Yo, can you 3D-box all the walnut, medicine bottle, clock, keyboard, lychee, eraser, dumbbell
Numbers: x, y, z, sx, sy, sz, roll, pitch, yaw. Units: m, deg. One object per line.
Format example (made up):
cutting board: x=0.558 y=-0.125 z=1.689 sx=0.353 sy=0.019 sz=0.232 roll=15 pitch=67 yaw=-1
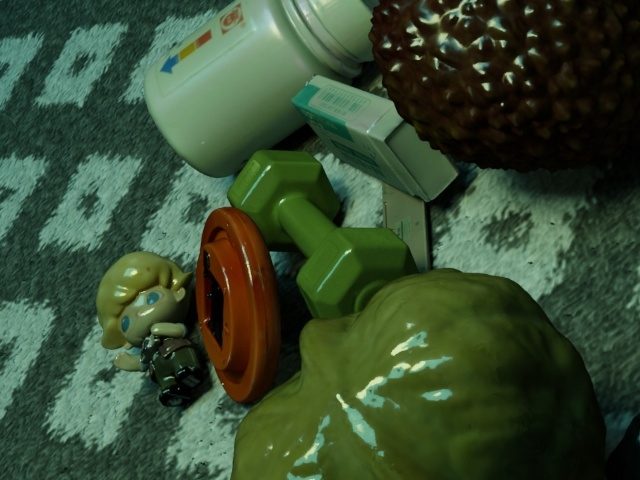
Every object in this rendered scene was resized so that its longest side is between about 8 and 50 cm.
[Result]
walnut: x=0.081 y=0.169 z=1.048 sx=0.282 sy=0.277 sz=0.253 roll=-19 pitch=55 yaw=23
medicine bottle: x=-0.055 y=-0.214 z=1.604 sx=0.293 sy=0.170 sz=0.170 roll=-34 pitch=39 yaw=22
clock: x=-0.091 y=0.067 z=1.407 sx=0.205 sy=0.051 sz=0.205 roll=173 pitch=90 yaw=-70
keyboard: x=0.088 y=-0.006 z=1.403 sx=0.055 sy=0.017 sz=0.166 roll=-23 pitch=44 yaw=25
lychee: x=0.182 y=-0.189 z=1.255 sx=0.304 sy=0.276 sz=0.276 roll=40 pitch=91 yaw=29
eraser: x=0.053 y=-0.113 z=1.443 sx=0.052 sy=0.095 sz=0.225 roll=-44 pitch=29 yaw=-8
dumbbell: x=0.000 y=0.000 z=1.392 sx=0.121 sy=0.108 sz=0.302 roll=-54 pitch=32 yaw=8

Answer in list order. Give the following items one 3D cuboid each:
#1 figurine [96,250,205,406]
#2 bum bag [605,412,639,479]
figurine: x=-0.190 y=0.102 z=1.534 sx=0.114 sy=0.108 sz=0.196 roll=-57 pitch=37 yaw=30
bum bag: x=0.280 y=0.189 z=1.005 sx=0.087 sy=0.049 sz=0.198 roll=-42 pitch=36 yaw=3
